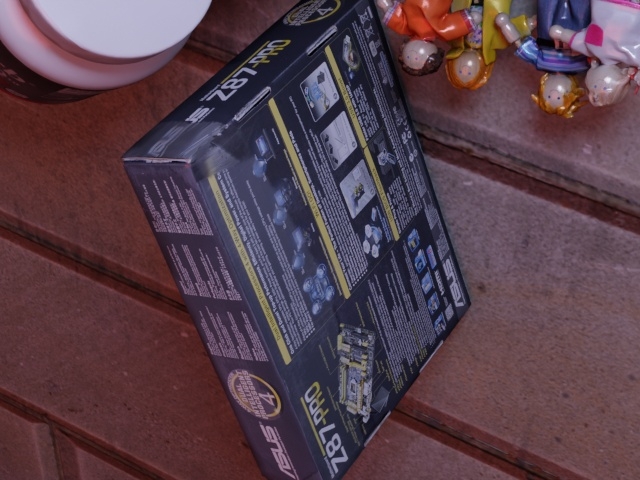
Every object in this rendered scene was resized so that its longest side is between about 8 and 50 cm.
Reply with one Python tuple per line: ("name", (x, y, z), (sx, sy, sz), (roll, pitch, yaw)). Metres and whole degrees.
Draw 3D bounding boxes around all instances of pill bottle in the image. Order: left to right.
("pill bottle", (-0.232, -0.244, 1.188), (0.210, 0.210, 0.363), (54, 163, -15))

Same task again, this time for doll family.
("doll family", (0.185, -0.193, 1.090), (0.262, 0.118, 0.163), (13, 115, 23))

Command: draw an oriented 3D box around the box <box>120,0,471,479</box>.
("box", (0.000, 0.000, 1.236), (0.097, 0.318, 0.395), (3, 128, 36))
